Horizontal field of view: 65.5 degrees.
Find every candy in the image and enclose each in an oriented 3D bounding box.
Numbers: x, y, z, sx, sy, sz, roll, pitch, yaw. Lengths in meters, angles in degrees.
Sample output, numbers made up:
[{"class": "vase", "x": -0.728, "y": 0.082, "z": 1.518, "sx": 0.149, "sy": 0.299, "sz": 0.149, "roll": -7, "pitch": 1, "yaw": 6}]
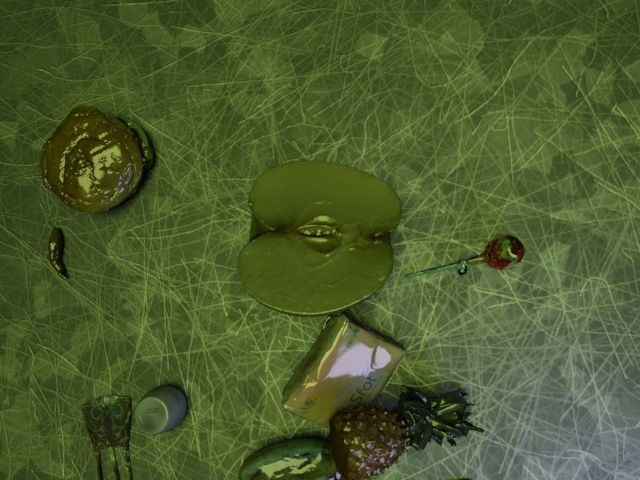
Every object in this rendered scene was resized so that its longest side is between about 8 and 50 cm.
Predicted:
[{"class": "candy", "x": 0.344, "y": 0.055, "z": 1.203, "sx": 0.287, "sy": 0.084, "sz": 0.078, "roll": -16, "pitch": 87, "yaw": 16}]

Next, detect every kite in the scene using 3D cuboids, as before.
[{"class": "kite", "x": -0.568, "y": 0.566, "z": 1.348, "sx": 0.152, "sy": 0.015, "sz": 0.286, "roll": -11, "pitch": 81, "yaw": 12}]

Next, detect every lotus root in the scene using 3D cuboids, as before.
[{"class": "lotus root", "x": -0.038, "y": 0.557, "z": 1.198, "sx": 0.322, "sy": 0.140, "sz": 0.158, "roll": -17, "pitch": 59, "yaw": 2}]

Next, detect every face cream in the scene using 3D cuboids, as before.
[{"class": "face cream", "x": -0.411, "y": 0.436, "z": 1.283, "sx": 0.117, "sy": 0.104, "sz": 0.117, "roll": -1, "pitch": 87, "yaw": 11}]

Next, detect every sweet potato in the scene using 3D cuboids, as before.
[{"class": "sweet potato", "x": -0.747, "y": 0.037, "z": 1.407, "sx": 0.041, "sy": 0.038, "sz": 0.153, "roll": -14, "pitch": 85, "yaw": 31}]

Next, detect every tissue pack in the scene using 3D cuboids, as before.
[{"class": "tissue pack", "x": 0.051, "y": 0.313, "z": 1.180, "sx": 0.215, "sy": 0.123, "sz": 0.257, "roll": 31, "pitch": 94, "yaw": -22}]

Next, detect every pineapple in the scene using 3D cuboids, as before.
[{"class": "pineapple", "x": 0.198, "y": 0.410, "z": 1.118, "sx": 0.364, "sy": 0.165, "sz": 0.166, "roll": -12, "pitch": 83, "yaw": -19}]

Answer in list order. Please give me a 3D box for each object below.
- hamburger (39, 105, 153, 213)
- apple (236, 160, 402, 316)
[{"class": "hamburger", "x": -0.615, "y": -0.221, "z": 1.354, "sx": 0.265, "sy": 0.134, "sz": 0.285, "roll": 34, "pitch": 94, "yaw": 13}, {"class": "apple", "x": 0.000, "y": 0.000, "z": 1.154, "sx": 0.360, "sy": 0.312, "sz": 0.320, "roll": 5, "pitch": 113, "yaw": 6}]
